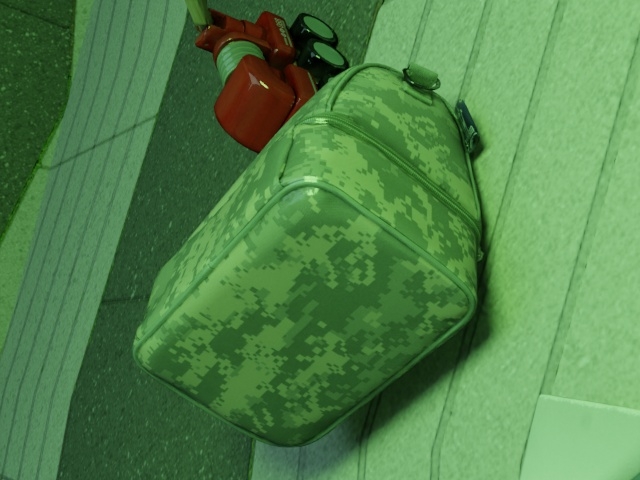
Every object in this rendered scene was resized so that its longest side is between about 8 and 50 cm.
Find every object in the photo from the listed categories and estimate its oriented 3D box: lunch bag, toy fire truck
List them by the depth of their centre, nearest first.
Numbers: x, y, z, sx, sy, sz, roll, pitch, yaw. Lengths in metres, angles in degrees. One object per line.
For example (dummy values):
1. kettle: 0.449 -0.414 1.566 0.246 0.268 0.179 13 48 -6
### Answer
1. lunch bag: 0.000 0.000 0.928 0.305 0.212 0.256 -46 21 34
2. toy fire truck: -0.086 -0.214 1.153 0.158 0.246 0.217 -54 34 30

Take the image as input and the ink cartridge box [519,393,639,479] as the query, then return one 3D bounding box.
1. ink cartridge box: 0.219 0.235 0.567 0.296 0.066 0.261 -3 71 59
